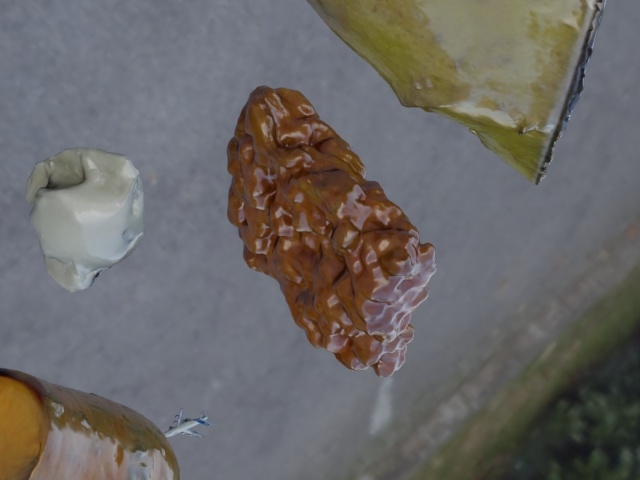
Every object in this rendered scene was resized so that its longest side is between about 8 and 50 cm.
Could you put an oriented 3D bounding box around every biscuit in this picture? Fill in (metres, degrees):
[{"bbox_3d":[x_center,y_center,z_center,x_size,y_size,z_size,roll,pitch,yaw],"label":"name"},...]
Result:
[{"bbox_3d":[0.000,0.000,1.621,0.110,0.312,0.318,-28,152,-24],"label":"biscuit"}]

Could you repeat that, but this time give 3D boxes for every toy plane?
[{"bbox_3d":[-0.213,0.295,2.206,0.084,0.024,0.078,-17,130,17],"label":"toy plane"}]

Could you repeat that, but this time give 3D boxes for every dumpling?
[{"bbox_3d":[-0.269,-0.030,1.520,0.092,0.150,0.176,-48,168,-33],"label":"dumpling"}]

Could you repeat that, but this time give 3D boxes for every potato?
[{"bbox_3d":[0.119,-0.244,1.252,0.397,0.295,0.290,62,48,-83],"label":"potato"}]

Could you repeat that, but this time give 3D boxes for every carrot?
[{"bbox_3d":[-0.321,0.288,1.714,0.224,0.224,0.340,-48,144,-2],"label":"carrot"}]
